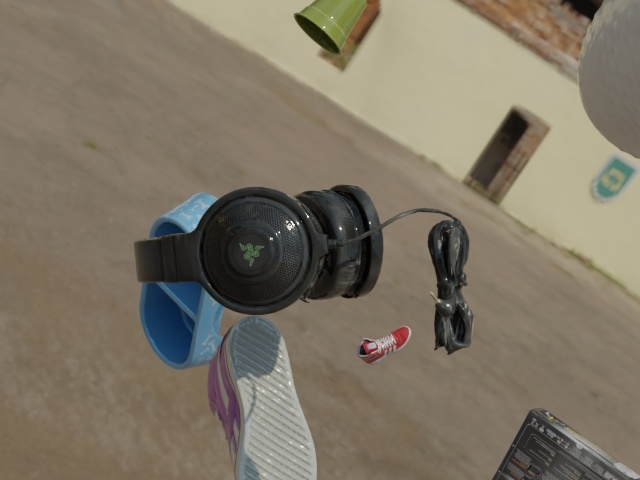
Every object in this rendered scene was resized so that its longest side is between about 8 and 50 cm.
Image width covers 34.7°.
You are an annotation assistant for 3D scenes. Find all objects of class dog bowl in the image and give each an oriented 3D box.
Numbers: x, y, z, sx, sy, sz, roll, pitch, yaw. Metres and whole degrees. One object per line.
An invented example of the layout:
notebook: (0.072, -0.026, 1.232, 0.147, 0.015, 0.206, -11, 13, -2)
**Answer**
dog bowl: (-0.195, 0.071, 1.522, 0.074, 0.297, 0.166, -22, 50, -40)

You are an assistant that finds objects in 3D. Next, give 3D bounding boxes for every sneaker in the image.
sneaker: (-0.083, 0.249, 1.306, 0.102, 0.282, 0.161, 1, -19, -23)
sneaker: (0.129, 0.212, 2.111, 0.067, 0.118, 0.042, 36, 20, -55)

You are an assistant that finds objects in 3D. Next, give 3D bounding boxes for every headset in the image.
headset: (-0.019, 0.034, 1.095, 0.394, 0.185, 0.243, -6, 0, 36)

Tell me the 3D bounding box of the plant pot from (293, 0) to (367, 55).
plant pot: (0.021, -0.308, 1.388, 0.083, 0.079, 0.083, 40, -4, 4)

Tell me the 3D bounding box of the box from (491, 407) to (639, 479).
box: (0.438, 0.441, 1.844, 0.231, 0.183, 0.056, 34, 16, 36)

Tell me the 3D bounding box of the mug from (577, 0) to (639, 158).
mug: (0.469, -0.265, 1.201, 0.276, 0.374, 0.328, 21, -12, -10)
